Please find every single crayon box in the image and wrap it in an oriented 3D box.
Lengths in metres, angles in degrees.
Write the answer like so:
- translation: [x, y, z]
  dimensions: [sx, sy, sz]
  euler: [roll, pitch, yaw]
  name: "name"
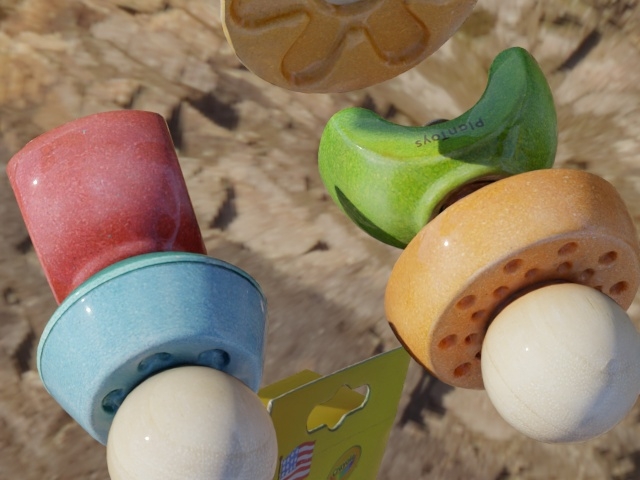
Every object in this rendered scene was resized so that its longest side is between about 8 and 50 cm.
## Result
- translation: [-0.052, 0.212, 1.122]
  dimensions: [0.081, 0.202, 0.318]
  euler: [24, 107, 23]
  name: "crayon box"

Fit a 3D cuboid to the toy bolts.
- translation: [0.000, 0.000, 0.619]
  dimensions: [0.228, 0.218, 0.158]
  euler: [-23, 50, -1]
  name: "toy bolts"
